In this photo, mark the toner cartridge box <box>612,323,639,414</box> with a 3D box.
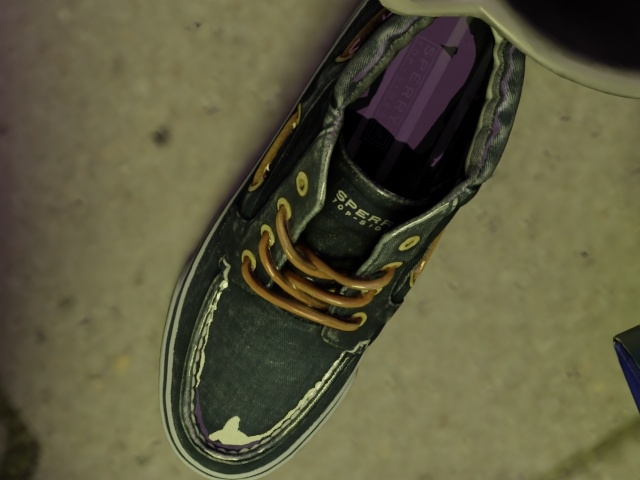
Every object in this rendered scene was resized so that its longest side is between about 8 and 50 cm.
[{"bbox_3d":[0.219,0.160,0.469,0.165,0.075,0.348,-21,94,4],"label":"toner cartridge box"}]

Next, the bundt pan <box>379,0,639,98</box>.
[{"bbox_3d":[0.103,-0.207,0.440,0.331,0.124,0.331,-2,110,-5],"label":"bundt pan"}]

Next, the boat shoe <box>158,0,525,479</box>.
[{"bbox_3d":[0.000,0.000,0.521,0.065,0.083,0.183,26,101,-5],"label":"boat shoe"}]
